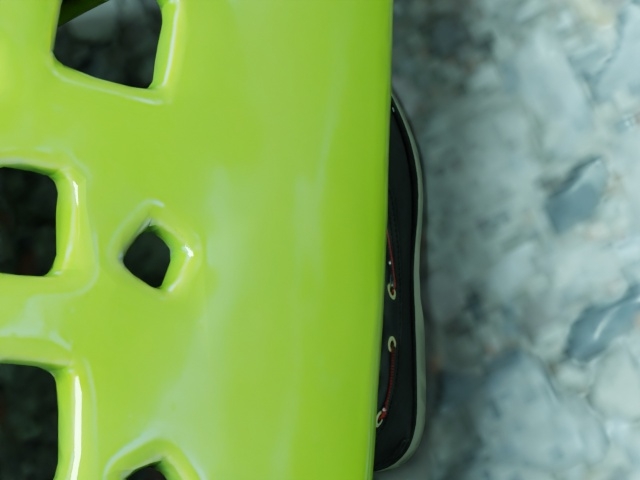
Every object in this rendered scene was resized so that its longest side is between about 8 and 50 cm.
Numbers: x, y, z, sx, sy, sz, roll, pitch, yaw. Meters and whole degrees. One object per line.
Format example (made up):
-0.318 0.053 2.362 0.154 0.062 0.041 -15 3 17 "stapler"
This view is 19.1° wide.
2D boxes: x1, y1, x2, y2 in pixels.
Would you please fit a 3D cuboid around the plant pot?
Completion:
-0.134 -0.002 0.444 0.227 0.207 0.228 -18 62 47 "plant pot"

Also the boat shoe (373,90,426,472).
0.002 0.000 0.536 0.049 0.042 0.133 -11 78 23 "boat shoe"
